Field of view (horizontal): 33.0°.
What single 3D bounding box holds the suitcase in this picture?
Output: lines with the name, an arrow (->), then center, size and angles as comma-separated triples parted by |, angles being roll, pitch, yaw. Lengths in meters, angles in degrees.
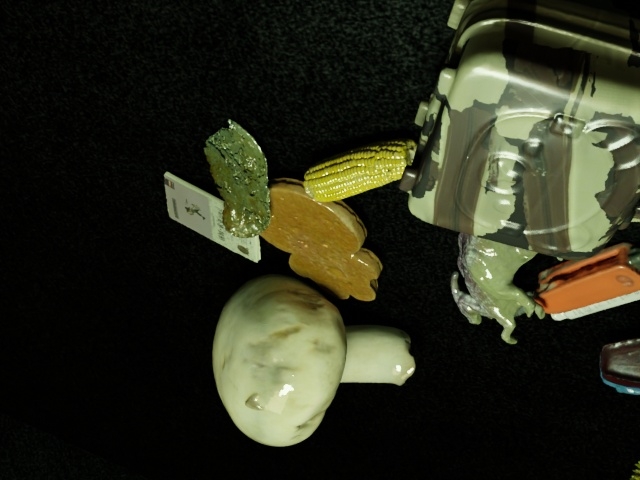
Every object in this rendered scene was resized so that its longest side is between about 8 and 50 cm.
suitcase -> 0.285, -0.131, 1.236 | 0.339, 0.193, 0.351 | 14, 149, 1

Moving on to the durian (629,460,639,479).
durian -> 0.653, 0.471, 1.925 | 0.200, 0.176, 0.237 | -16, 138, 32

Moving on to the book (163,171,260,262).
book -> -0.179, -0.038, 1.786 | 0.182, 0.014, 0.127 | 27, 150, 15

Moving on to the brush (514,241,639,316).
brush -> 0.385, 0.059, 1.594 | 0.070, 0.051, 0.323 | 32, 145, -28

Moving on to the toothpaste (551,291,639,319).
toothpaste -> 0.427, 0.087, 1.626 | 0.048, 0.031, 0.190 | 40, 141, -22

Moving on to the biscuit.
biscuit -> 0.001, -0.001, 1.738 | 0.202, 0.044, 0.288 | -2, 142, 39

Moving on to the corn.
corn -> 0.056, -0.100, 1.535 | 0.206, 0.067, 0.067 | -14, 134, 42

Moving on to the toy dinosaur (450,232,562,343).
toy dinosaur -> 0.262, 0.057, 1.608 | 0.162, 0.077, 0.294 | 34, 141, 23

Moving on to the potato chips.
potato chips -> -0.129, -0.095, 1.658 | 0.142, 0.026, 0.209 | 35, 137, 17

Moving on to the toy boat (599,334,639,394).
toy boat -> 0.538, 0.192, 1.656 | 0.223, 0.100, 0.097 | -6, 163, 37

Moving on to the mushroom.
mushroom -> -0.014, 0.208, 1.874 | 0.336, 0.314, 0.314 | 5, 152, -16
